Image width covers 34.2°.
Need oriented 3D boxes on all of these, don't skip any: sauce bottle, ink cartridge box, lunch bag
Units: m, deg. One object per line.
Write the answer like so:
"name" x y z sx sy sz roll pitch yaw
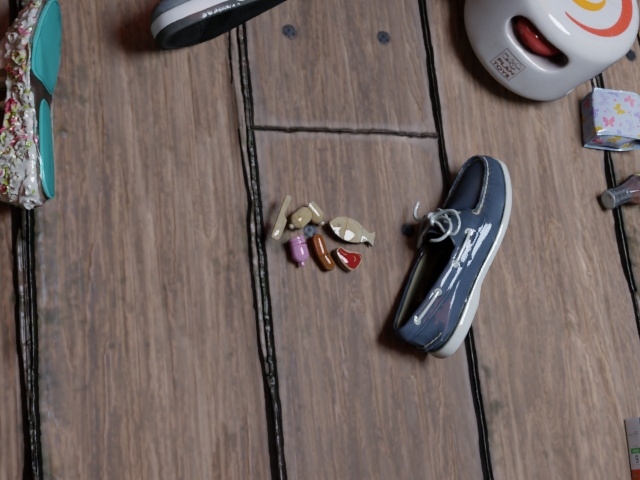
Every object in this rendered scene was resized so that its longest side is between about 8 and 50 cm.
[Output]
"sauce bottle" 0.423 -0.071 1.355 0.128 0.042 0.042 -18 82 -27
"ink cartridge box" 0.399 0.267 1.239 0.029 0.063 0.115 4 74 -21
"lunch bag" 0.388 -0.156 1.361 0.083 0.053 0.071 3 72 -10

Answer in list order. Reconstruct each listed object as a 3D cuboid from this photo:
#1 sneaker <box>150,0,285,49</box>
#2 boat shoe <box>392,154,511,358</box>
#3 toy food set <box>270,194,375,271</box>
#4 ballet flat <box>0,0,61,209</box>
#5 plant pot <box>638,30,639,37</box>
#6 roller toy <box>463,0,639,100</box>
"sneaker" -0.106 -0.348 1.182 0.295 0.124 0.178 -36 95 -33
"boat shoe" 0.148 0.007 1.203 0.079 0.095 0.254 27 76 -24
"toy food set" 0.000 0.000 1.187 0.122 0.019 0.078 27 67 -20
"ballet flat" -0.314 -0.148 1.074 0.077 0.091 0.241 -2 71 1
"plant pot" 0.504 -0.267 1.425 0.083 0.081 0.081 -8 78 -35
"roller toy" 0.282 -0.280 1.303 0.209 0.146 0.191 2 68 -31
